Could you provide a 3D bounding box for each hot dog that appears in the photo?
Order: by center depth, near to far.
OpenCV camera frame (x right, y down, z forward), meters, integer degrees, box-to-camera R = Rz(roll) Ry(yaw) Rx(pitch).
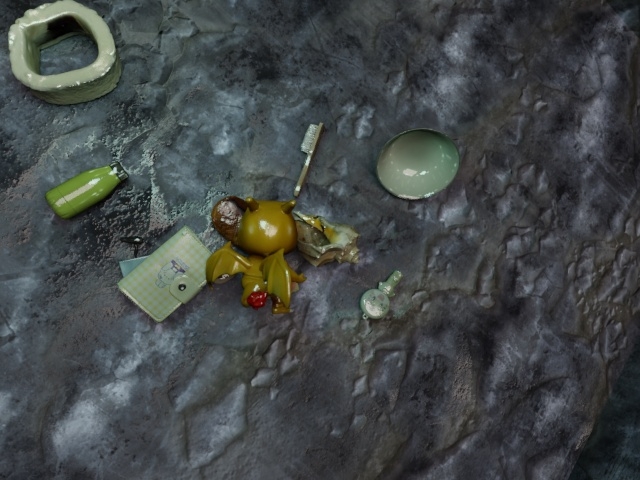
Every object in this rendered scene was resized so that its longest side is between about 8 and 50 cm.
[{"bbox_3d":[-0.303,-0.065,1.598,0.160,0.099,0.227,-45,101,-14],"label":"hot dog"}]

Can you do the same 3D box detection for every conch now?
[{"bbox_3d":[-0.001,0.011,1.628,0.324,0.263,0.186,19,105,20],"label":"conch"}]

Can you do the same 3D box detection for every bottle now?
[{"bbox_3d":[-0.796,-0.182,1.455,0.260,0.112,0.112,-36,96,-16],"label":"bottle"}]

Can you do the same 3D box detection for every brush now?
[{"bbox_3d":[-0.063,-0.332,1.710,0.065,0.070,0.327,18,83,4],"label":"brush"}]

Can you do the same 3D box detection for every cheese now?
[{"bbox_3d":[-0.873,-0.634,1.444,0.332,0.153,0.292,-29,95,-18],"label":"cheese"}]

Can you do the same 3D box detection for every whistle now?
[{"bbox_3d":[0.255,0.229,1.762,0.126,0.067,0.258,41,72,3],"label":"whistle"}]

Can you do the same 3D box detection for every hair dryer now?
[{"bbox_3d":[-0.681,0.025,1.522,0.079,0.031,0.083,1,94,-6],"label":"hair dryer"}]

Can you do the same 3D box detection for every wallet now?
[{"bbox_3d":[-0.523,0.122,1.492,0.309,0.077,0.223,-40,105,-4],"label":"wallet"}]

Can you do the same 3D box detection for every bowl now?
[{"bbox_3d":[0.401,-0.350,1.765,0.337,0.337,0.157,22,41,-14],"label":"bowl"}]

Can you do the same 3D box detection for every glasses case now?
[{"bbox_3d":[-0.580,0.085,1.539,0.266,0.056,0.105,-13,114,-17],"label":"glasses case"}]

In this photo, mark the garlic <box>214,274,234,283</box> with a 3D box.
[{"bbox_3d":[-0.377,0.126,1.588,0.152,0.066,0.084,-32,68,-18],"label":"garlic"}]

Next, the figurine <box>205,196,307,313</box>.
[{"bbox_3d":[-0.175,0.052,1.418,0.268,0.401,0.386,3,94,-42],"label":"figurine"}]

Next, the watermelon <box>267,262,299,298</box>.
[{"bbox_3d":[-0.193,0.155,1.624,0.145,0.137,0.193,-32,98,19],"label":"watermelon"}]
